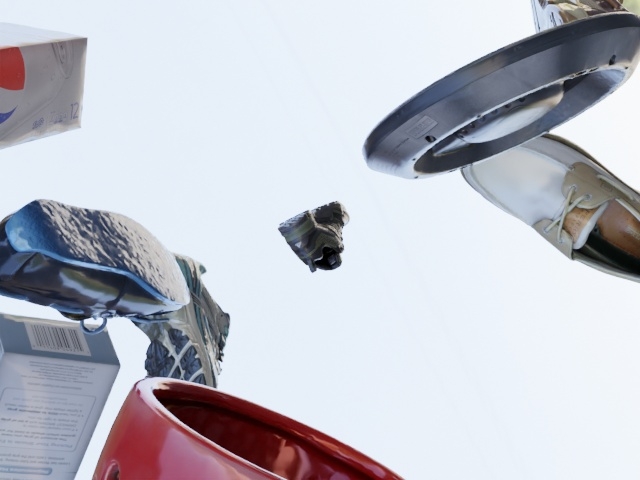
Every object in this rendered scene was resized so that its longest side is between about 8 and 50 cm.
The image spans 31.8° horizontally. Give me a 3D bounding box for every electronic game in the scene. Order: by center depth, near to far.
[{"bbox_3d":[0.138,-0.106,0.841,0.048,0.229,0.229,67,-160,9],"label":"electronic game"}]

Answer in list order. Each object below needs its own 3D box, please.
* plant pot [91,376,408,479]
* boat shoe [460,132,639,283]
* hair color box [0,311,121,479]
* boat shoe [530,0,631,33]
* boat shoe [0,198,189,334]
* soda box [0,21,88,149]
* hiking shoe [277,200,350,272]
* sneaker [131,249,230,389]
[{"bbox_3d":[-0.048,0.190,0.623,0.191,0.174,0.191,22,-178,-1],"label":"plant pot"},{"bbox_3d":[0.304,-0.038,1.312,0.302,0.113,0.103,24,-157,-1],"label":"boat shoe"},{"bbox_3d":[-0.464,0.300,1.742,0.185,0.374,0.113,11,-154,-31],"label":"hair color box"},{"bbox_3d":[0.383,-0.337,1.641,0.342,0.123,0.123,-94,-10,-67],"label":"boat shoe"},{"bbox_3d":[-0.213,0.022,0.999,0.258,0.089,0.109,32,-152,-59],"label":"boat shoe"},{"bbox_3d":[-0.312,-0.125,0.941,0.286,0.098,0.091,-33,-46,-65],"label":"soda box"},{"bbox_3d":[0.000,0.000,1.988,0.227,0.086,0.114,-23,-91,-65],"label":"hiking shoe"},{"bbox_3d":[-0.156,0.132,1.426,0.122,0.110,0.283,7,-123,-45],"label":"sneaker"}]
